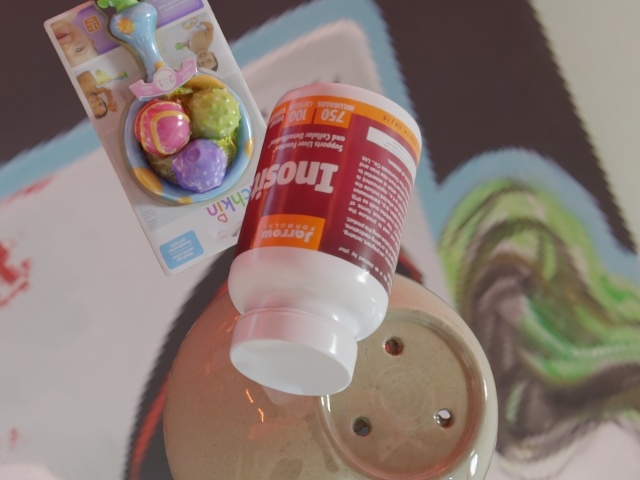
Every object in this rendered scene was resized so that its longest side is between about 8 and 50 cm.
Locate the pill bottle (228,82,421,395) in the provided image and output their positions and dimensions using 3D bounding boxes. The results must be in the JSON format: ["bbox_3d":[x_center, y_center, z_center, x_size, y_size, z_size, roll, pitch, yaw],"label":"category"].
[{"bbox_3d":[0.000,0.000,0.971,0.086,0.152,0.086,10,-28,5],"label":"pill bottle"}]

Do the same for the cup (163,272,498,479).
[{"bbox_3d":[0.038,0.163,1.743,0.331,0.331,0.237,48,-21,-4],"label":"cup"}]

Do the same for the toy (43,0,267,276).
[{"bbox_3d":[-0.117,-0.106,1.533,0.237,0.137,0.056,64,-14,-2],"label":"toy"}]
